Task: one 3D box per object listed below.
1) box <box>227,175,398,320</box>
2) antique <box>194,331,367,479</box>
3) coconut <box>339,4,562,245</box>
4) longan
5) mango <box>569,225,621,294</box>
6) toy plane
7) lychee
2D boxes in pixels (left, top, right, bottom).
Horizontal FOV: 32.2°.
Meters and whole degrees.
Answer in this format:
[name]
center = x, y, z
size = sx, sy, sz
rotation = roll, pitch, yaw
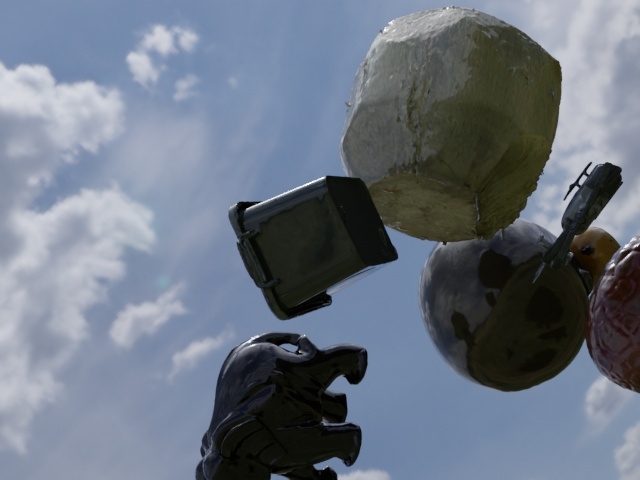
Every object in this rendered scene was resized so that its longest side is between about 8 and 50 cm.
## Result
[box]
center = 0.000, 0.000, 1.443
size = 0.135, 0.163, 0.243
rotation = -25, -6, 17
[antique]
center = -0.071, 0.313, 1.877
size = 0.255, 0.322, 0.185
rotation = 12, -20, -18
[coconut]
center = 0.204, -0.198, 1.726
size = 0.346, 0.346, 0.360
rotation = 71, -151, -61
[longan]
center = 0.350, 0.114, 2.080
size = 0.361, 0.361, 0.361
rotation = -36, -28, -24
[mango]
center = 0.572, 0.058, 2.229
size = 0.109, 0.157, 0.262
rotation = -41, -36, 7
[toy plane]
center = 0.322, -0.030, 1.395
size = 0.197, 0.053, 0.078
rotation = -59, -6, 32
[lychee]
center = 0.533, 0.138, 1.719
size = 0.255, 0.300, 0.255
rotation = -20, 8, 3
